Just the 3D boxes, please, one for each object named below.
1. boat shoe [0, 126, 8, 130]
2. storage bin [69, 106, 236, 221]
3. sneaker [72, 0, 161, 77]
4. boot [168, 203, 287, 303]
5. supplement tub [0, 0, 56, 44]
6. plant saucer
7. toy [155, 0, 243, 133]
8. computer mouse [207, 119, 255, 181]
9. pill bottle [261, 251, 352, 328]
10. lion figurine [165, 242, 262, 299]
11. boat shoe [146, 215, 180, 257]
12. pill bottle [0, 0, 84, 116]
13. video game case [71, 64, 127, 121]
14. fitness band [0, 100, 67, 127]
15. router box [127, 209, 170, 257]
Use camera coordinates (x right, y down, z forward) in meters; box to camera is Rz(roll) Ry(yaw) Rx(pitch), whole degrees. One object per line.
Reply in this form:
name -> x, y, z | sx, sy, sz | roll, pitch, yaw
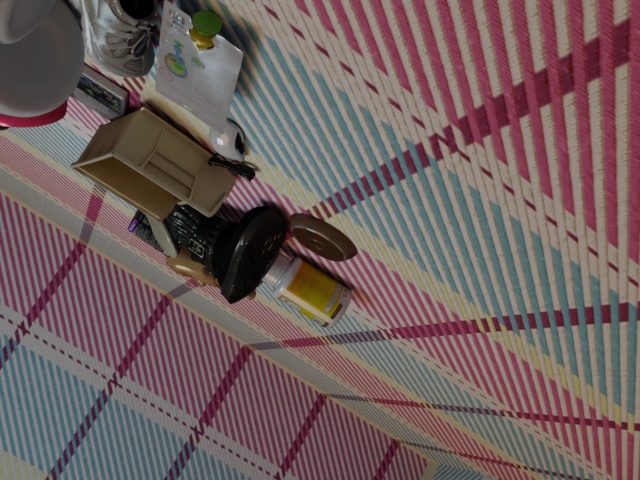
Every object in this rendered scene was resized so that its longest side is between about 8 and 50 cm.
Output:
boat shoe -> -0.854, -0.358, 1.878 | 0.091, 0.109, 0.305 | 30, 168, -3
storage bin -> -0.358, -0.149, 1.603 | 0.260, 0.123, 0.262 | 35, 159, -29
sneaker -> -0.291, -0.326, 1.112 | 0.115, 0.105, 0.281 | 21, 163, 10
boot -> -0.232, -0.029, 1.759 | 0.260, 0.131, 0.348 | 52, 140, 16
supplement tub -> -0.531, -0.437, 1.042 | 0.316, 0.193, 0.193 | 32, 162, -7
plant saucer -> 0.000, 0.000, 1.637 | 0.168, 0.029, 0.168 | 27, 162, 10
toy -> -0.183, -0.274, 1.159 | 0.137, 0.056, 0.237 | 34, 157, 0
computer mouse -> -0.183, -0.174, 1.437 | 0.106, 0.042, 0.193 | 27, 162, 11
pill bottle -> -0.037, 0.120, 1.862 | 0.215, 0.117, 0.117 | 33, 161, -9
lion figurine -> -0.311, 0.073, 2.053 | 0.392, 0.142, 0.240 | 7, 171, 21
boat shoe -> -0.404, -0.056, 1.919 | 0.075, 0.065, 0.206 | -29, 90, 54
pill bottle -> -0.635, -0.355, 1.356 | 0.408, 0.229, 0.229 | 15, 156, 38
video game case -> -0.488, -0.321, 1.551 | 0.190, 0.022, 0.173 | 33, 162, -6
fitness band -> -0.690, -0.321, 1.606 | 0.291, 0.209, 0.054 | 24, 121, 17
router box -> -0.443, -0.041, 2.026 | 0.133, 0.046, 0.179 | 36, -162, -16
